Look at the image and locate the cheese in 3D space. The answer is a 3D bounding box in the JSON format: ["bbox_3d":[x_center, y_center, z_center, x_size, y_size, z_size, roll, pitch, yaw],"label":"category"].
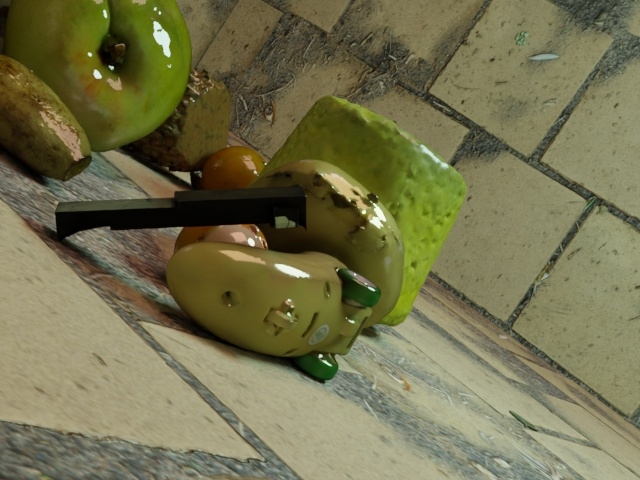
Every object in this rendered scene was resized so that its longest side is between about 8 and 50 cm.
[{"bbox_3d":[0.000,0.000,1.478,0.259,0.128,0.316,24,-23,1],"label":"cheese"}]

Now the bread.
[{"bbox_3d":[0.049,-0.054,1.818,0.348,0.308,0.348,29,6,-3],"label":"bread"}]

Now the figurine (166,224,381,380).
[{"bbox_3d":[-0.071,0.045,1.259,0.222,0.124,0.324,37,10,30],"label":"figurine"}]

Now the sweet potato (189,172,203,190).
[{"bbox_3d":[-0.228,-0.100,2.099,0.026,0.026,0.115,30,12,-34],"label":"sweet potato"}]

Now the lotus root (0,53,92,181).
[{"bbox_3d":[-0.378,-0.163,1.391,0.258,0.097,0.110,36,37,23],"label":"lotus root"}]

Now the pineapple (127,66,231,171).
[{"bbox_3d":[-0.349,-0.265,2.089,0.362,0.202,0.202,23,2,17],"label":"pineapple"}]

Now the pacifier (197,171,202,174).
[{"bbox_3d":[-0.265,-0.175,2.332,0.083,0.064,0.068,34,-12,-2],"label":"pacifier"}]

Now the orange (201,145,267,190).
[{"bbox_3d":[-0.144,-0.104,2.041,0.156,0.124,0.156,38,19,-15],"label":"orange"}]

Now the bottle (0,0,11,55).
[{"bbox_3d":[-0.460,-0.390,1.947,0.352,0.229,0.229,23,3,12],"label":"bottle"}]

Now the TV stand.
[{"bbox_3d":[-0.143,-0.027,1.155,0.256,0.040,0.049,-3,16,-8],"label":"TV stand"}]

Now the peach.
[{"bbox_3d":[-0.337,-0.292,1.693,0.281,0.314,0.315,9,-4,-15],"label":"peach"}]

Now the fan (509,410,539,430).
[{"bbox_3d":[0.364,0.322,1.943,0.060,0.003,0.080,30,6,-23],"label":"fan"}]
